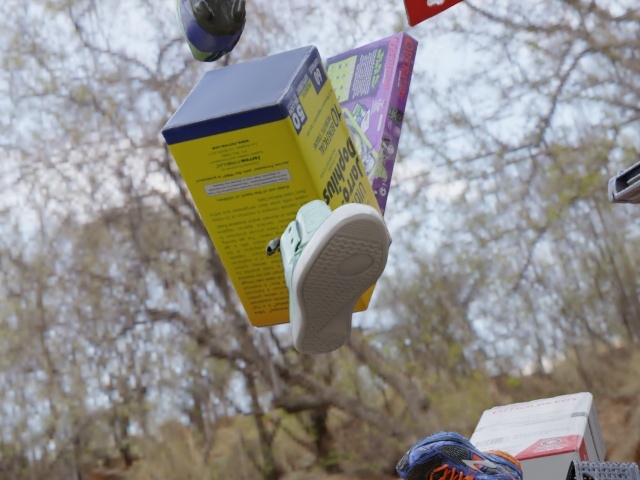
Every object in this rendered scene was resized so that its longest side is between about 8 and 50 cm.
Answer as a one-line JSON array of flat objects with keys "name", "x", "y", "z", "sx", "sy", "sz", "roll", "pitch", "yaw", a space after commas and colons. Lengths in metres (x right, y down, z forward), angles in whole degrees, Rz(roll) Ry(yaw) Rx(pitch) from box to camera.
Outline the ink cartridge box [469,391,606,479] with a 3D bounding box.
[{"name": "ink cartridge box", "x": 0.351, "y": 0.356, "z": 1.986, "sx": 0.197, "sy": 0.114, "sz": 0.273, "roll": -13, "pitch": 8, "yaw": 20}]

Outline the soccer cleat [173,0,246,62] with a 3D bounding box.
[{"name": "soccer cleat", "x": -0.156, "y": -0.356, "z": 1.500, "sx": 0.093, "sy": 0.289, "sz": 0.121, "roll": -3, "pitch": -22, "yaw": -22}]

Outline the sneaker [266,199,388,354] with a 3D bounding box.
[{"name": "sneaker", "x": -0.001, "y": 0.000, "z": 1.300, "sx": 0.094, "sy": 0.151, "sz": 0.256, "roll": -4, "pitch": -32, "yaw": -15}]

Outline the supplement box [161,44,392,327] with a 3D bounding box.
[{"name": "supplement box", "x": -0.054, "y": -0.076, "z": 1.806, "sx": 0.195, "sy": 0.194, "sz": 0.357, "roll": -10, "pitch": -60, "yaw": 24}]

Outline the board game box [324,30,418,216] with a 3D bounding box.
[{"name": "board game box", "x": 0.057, "y": -0.183, "z": 2.121, "sx": 0.056, "sy": 0.347, "sz": 0.208, "roll": 25, "pitch": -22, "yaw": -32}]

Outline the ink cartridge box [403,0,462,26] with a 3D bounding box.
[{"name": "ink cartridge box", "x": 0.129, "y": -0.441, "z": 1.752, "sx": 0.134, "sy": 0.078, "sz": 0.231, "roll": -30, "pitch": -62, "yaw": -23}]

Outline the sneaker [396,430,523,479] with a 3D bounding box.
[{"name": "sneaker", "x": 0.198, "y": 0.318, "z": 1.622, "sx": 0.221, "sy": 0.087, "sz": 0.083, "roll": 16, "pitch": -60, "yaw": -30}]

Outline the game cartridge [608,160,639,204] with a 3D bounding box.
[{"name": "game cartridge", "x": 0.652, "y": -0.111, "z": 2.081, "sx": 0.230, "sy": 0.068, "sz": 0.355, "roll": -1, "pitch": -7, "yaw": -2}]

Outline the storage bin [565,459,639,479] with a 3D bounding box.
[{"name": "storage bin", "x": 0.356, "y": 0.376, "z": 1.552, "sx": 0.084, "sy": 0.122, "sz": 0.180, "roll": 3, "pitch": -45, "yaw": 0}]
